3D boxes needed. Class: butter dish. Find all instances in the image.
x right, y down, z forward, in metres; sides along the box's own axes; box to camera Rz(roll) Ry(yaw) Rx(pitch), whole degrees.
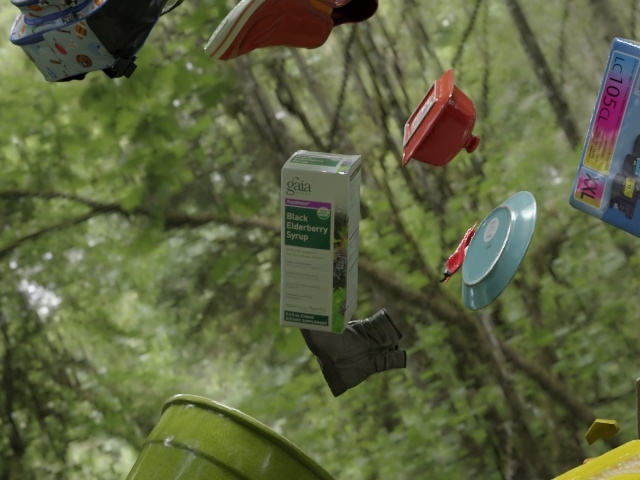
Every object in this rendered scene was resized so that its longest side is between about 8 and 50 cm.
[{"bbox_3d":[0.220,-0.191,2.238,0.160,0.118,0.160,-56,9,25],"label":"butter dish"}]

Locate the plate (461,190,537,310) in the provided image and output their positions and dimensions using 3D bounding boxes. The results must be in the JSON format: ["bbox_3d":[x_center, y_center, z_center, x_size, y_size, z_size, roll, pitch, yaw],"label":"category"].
[{"bbox_3d":[0.246,0.010,1.858,0.024,0.188,0.188,25,-29,-15],"label":"plate"}]

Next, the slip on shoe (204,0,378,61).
[{"bbox_3d":[-0.032,-0.317,1.829,0.331,0.101,0.123,-32,-9,-44],"label":"slip on shoe"}]

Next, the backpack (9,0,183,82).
[{"bbox_3d":[-0.382,-0.379,2.112,0.263,0.213,0.276,-19,32,41],"label":"backpack"}]

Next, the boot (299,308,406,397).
[{"bbox_3d":[0.052,0.158,2.335,0.161,0.246,0.083,-27,33,0],"label":"boot"}]

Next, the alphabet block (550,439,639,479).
[{"bbox_3d":[0.363,0.375,1.478,0.192,0.197,0.193,-17,29,-35],"label":"alphabet block"}]

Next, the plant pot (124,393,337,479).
[{"bbox_3d":[-0.166,0.458,1.743,0.353,0.366,0.366,-52,4,-28],"label":"plant pot"}]

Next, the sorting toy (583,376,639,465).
[{"bbox_3d":[0.613,0.345,2.271,0.307,0.229,0.041,-1,11,23],"label":"sorting toy"}]

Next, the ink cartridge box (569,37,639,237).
[{"bbox_3d":[0.560,-0.106,1.818,0.151,0.270,0.395,0,20,-36],"label":"ink cartridge box"}]

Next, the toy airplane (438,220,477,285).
[{"bbox_3d":[0.262,0.021,2.415,0.151,0.028,0.151,-54,-4,-5],"label":"toy airplane"}]

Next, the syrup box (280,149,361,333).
[{"bbox_3d":[0.000,0.000,1.806,0.093,0.237,0.096,6,22,13],"label":"syrup box"}]
